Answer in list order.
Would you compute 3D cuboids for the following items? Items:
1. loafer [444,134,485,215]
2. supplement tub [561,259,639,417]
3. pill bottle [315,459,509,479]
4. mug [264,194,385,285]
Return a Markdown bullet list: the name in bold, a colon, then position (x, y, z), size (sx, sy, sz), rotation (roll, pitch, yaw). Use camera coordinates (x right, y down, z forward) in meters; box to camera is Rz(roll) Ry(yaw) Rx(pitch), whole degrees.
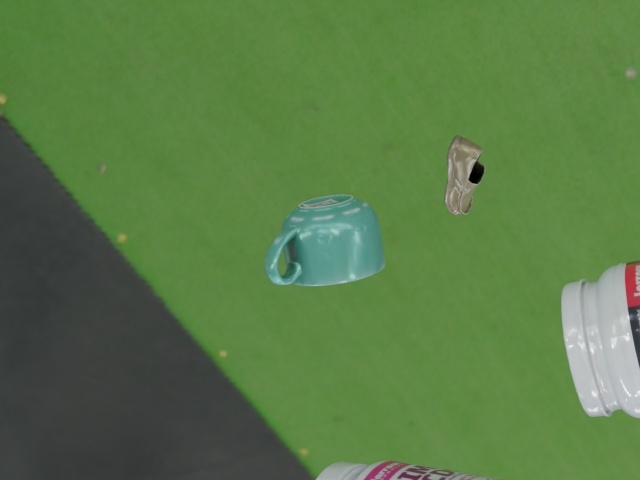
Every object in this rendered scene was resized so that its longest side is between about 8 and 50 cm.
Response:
- **loafer**: position (0.216, -0.090, 1.816), size (0.050, 0.056, 0.148), rotation (17, 144, 23)
- **supplement tub**: position (0.442, 0.108, 1.460), size (0.272, 0.191, 0.191), rotation (-12, 130, 20)
- **pill bottle**: position (0.126, 0.366, 1.555), size (0.283, 0.160, 0.160), rotation (1, 138, 41)
- **mug**: position (0.010, -0.002, 1.582), size (0.129, 0.158, 0.097), rotation (-4, 102, 22)
